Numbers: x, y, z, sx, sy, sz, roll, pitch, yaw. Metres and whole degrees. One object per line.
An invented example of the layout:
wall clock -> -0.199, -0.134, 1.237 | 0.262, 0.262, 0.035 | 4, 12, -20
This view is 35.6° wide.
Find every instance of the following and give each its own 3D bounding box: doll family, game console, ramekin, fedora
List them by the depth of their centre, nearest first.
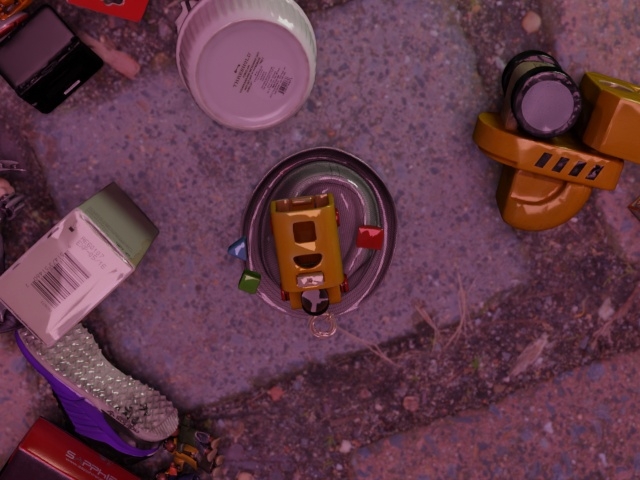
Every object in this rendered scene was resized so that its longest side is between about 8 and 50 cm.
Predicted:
ramekin -> -0.102, -0.255, 1.424 | 0.207, 0.109, 0.207 | -4, 119, -8
game console -> -0.402, -0.264, 1.464 | 0.122, 0.107, 0.071 | -40, 64, 4
fedora -> 0.000, 0.000, 1.495 | 0.243, 0.124, 0.275 | 17, 98, -5
doll family -> -0.216, 0.362, 1.555 | 0.111, 0.076, 0.193 | 18, 92, 23

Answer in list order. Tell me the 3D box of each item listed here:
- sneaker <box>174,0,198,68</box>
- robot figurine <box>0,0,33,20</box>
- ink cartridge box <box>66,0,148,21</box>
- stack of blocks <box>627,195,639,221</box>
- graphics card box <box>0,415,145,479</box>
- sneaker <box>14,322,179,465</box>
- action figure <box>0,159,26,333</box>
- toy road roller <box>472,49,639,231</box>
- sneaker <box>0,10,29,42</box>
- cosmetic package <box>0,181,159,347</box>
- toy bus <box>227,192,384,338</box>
sneaker -> -0.198, -0.306, 1.483 | 0.043, 0.040, 0.109 | 17, 95, 11
robot figurine -> -0.412, -0.418, 1.354 | 0.085, 0.211, 0.291 | 37, 78, 30
ink cartridge box -> -0.273, -0.429, 1.359 | 0.134, 0.078, 0.231 | 5, 116, -48
stack of blocks -> 0.584, -0.056, 1.431 | 0.171, 0.297, 0.087 | -43, 99, 3
graphics card box -> -0.434, 0.477, 1.529 | 0.232, 0.094, 0.371 | 34, 110, -9
sneaker -> -0.367, 0.240, 1.526 | 0.293, 0.102, 0.146 | 40, 124, 5
action figure -> -0.496, -0.005, 1.453 | 0.185, 0.099, 0.285 | -8, 93, 36
toy road roller -> 0.387, -0.127, 1.466 | 0.329, 0.202, 0.241 | 14, 110, 0
sneaker -> -0.547, -0.309, 1.447 | 0.221, 0.087, 0.128 | -35, 91, -10
cosmetic package -> -0.330, 0.023, 1.388 | 0.160, 0.309, 0.113 | -42, 98, 5
toy bus -> -0.015, 0.035, 1.383 | 0.202, 0.104, 0.191 | 35, 102, -10
